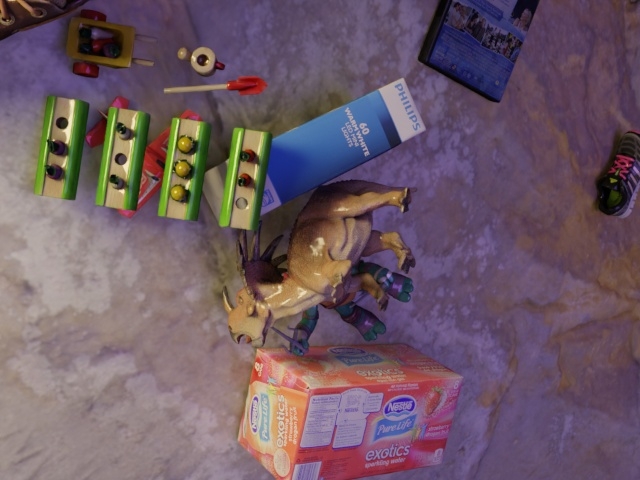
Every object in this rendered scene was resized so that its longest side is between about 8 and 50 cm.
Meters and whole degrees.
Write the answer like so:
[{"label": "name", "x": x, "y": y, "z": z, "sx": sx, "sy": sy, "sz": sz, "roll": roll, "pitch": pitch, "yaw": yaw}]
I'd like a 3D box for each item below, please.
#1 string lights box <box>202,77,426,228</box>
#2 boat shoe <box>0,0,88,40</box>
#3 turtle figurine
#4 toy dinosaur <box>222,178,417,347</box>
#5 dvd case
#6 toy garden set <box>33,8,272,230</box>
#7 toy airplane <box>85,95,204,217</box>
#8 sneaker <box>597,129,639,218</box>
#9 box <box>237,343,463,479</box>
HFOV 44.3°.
[{"label": "string lights box", "x": -0.011, "y": -0.108, "z": 0.984, "sx": 0.259, "sy": 0.133, "sz": 0.077, "roll": -29, "pitch": 98, "yaw": -26}, {"label": "boat shoe", "x": -0.281, "y": -0.255, "z": 0.730, "sx": 0.342, "sy": 0.123, "sz": 0.123, "roll": -26, "pitch": 106, "yaw": -28}, {"label": "turtle figurine", "x": 0.028, "y": 0.076, "z": 1.097, "sx": 0.175, "sy": 0.118, "sz": 0.234, "roll": -39, "pitch": 150, "yaw": 24}, {"label": "toy dinosaur", "x": 0.000, "y": 0.000, "z": 0.986, "sx": 0.296, "sy": 0.200, "sz": 0.127, "roll": -55, "pitch": 144, "yaw": -24}, {"label": "dvd case", "x": 0.253, "y": -0.354, "z": 1.171, "sx": 0.180, "sy": 0.022, "sz": 0.253, "roll": 17, "pitch": 96, "yaw": -38}, {"label": "toy garden set", "x": -0.172, "y": -0.129, "z": 0.836, "sx": 0.244, "sy": 0.049, "sz": 0.204, "roll": 9, "pitch": 91, "yaw": -3}, {"label": "toy airplane", "x": -0.209, "y": -0.104, "z": 0.915, "sx": 0.151, "sy": 0.028, "sz": 0.151, "roll": -13, "pitch": 113, "yaw": -34}, {"label": "sneaker", "x": 0.557, "y": -0.119, "z": 1.455, "sx": 0.074, "sy": 0.063, "sz": 0.171, "roll": -10, "pitch": 117, "yaw": -40}, {"label": "box", "x": 0.048, "y": 0.247, "z": 1.162, "sx": 0.299, "sy": 0.142, "sz": 0.154, "roll": 3, "pitch": 105, "yaw": -38}]
